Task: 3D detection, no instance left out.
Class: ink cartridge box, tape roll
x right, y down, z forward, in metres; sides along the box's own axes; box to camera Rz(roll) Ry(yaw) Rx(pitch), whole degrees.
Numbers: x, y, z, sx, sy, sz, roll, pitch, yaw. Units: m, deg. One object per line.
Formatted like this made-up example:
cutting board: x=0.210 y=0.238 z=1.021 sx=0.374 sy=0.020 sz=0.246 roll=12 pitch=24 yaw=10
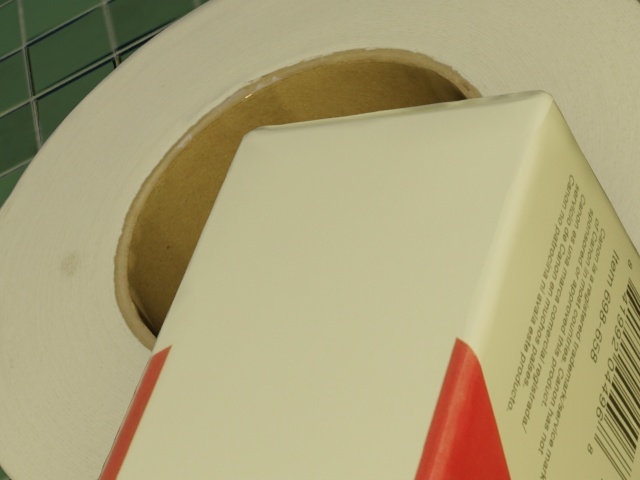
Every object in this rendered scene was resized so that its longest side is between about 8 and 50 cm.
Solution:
ink cartridge box: x=0.055 y=0.117 z=0.521 sx=0.114 sy=0.273 sz=0.197 roll=-5 pitch=49 yaw=33
tape roll: x=0.000 y=0.000 z=0.811 sx=0.392 sy=0.072 sz=0.392 roll=-18 pitch=45 yaw=18
